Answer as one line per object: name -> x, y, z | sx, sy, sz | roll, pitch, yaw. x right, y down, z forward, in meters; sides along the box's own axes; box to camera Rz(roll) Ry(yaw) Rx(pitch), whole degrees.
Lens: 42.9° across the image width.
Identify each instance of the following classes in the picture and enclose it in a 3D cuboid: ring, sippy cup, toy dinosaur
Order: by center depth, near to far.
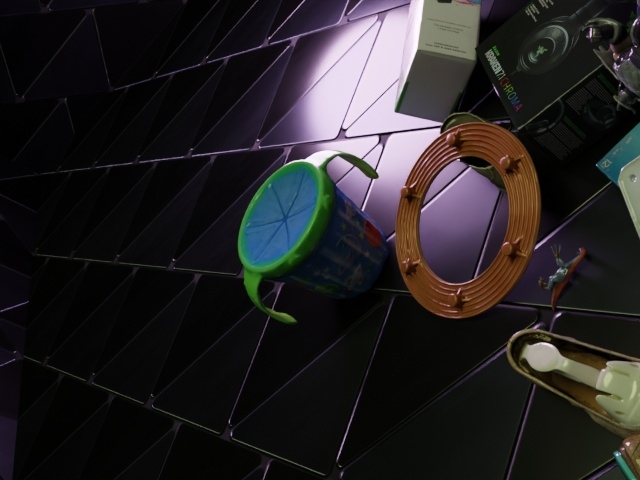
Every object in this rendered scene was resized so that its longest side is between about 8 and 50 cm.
toy dinosaur -> 0.373, 0.049, 1.234 | 0.082, 0.047, 0.090 | -29, 77, 24
ring -> 0.231, -0.036, 1.374 | 0.336, 0.032, 0.336 | -16, 70, 53
sippy cup -> 0.000, 0.000, 1.550 | 0.305, 0.224, 0.240 | -39, 39, 26

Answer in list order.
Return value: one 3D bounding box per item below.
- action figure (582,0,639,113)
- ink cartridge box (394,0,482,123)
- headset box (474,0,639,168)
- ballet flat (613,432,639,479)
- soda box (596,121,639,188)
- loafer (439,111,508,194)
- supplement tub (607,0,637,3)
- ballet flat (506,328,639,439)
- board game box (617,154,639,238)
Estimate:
action figure -> 0.437, -0.258, 1.074 | 0.099, 0.285, 0.185 | -41, 69, -17
ink cartridge box -> 0.231, -0.403, 1.577 | 0.201, 0.117, 0.278 | 106, 175, -63
headset box -> 0.430, -0.307, 1.327 | 0.283, 0.131, 0.246 | -39, 40, 26
ballet flat -> 0.442, 0.342, 0.858 | 0.124, 0.116, 0.342 | -28, 45, 10
soda box -> 0.508, -0.151, 1.170 | 0.210, 0.067, 0.071 | -47, 37, 17
loafer -> 0.282, -0.173, 1.446 | 0.094, 0.087, 0.251 | -52, 36, 9
supplement tub -> 0.499, -0.454, 1.146 | 0.338, 0.207, 0.207 | -17, 33, -17
ballet flat -> 0.366, 0.188, 1.061 | 0.316, 0.106, 0.107 | 14, 76, 54
board game box -> 0.545, -0.009, 0.880 | 0.390, 0.050, 0.390 | -43, 49, 47
